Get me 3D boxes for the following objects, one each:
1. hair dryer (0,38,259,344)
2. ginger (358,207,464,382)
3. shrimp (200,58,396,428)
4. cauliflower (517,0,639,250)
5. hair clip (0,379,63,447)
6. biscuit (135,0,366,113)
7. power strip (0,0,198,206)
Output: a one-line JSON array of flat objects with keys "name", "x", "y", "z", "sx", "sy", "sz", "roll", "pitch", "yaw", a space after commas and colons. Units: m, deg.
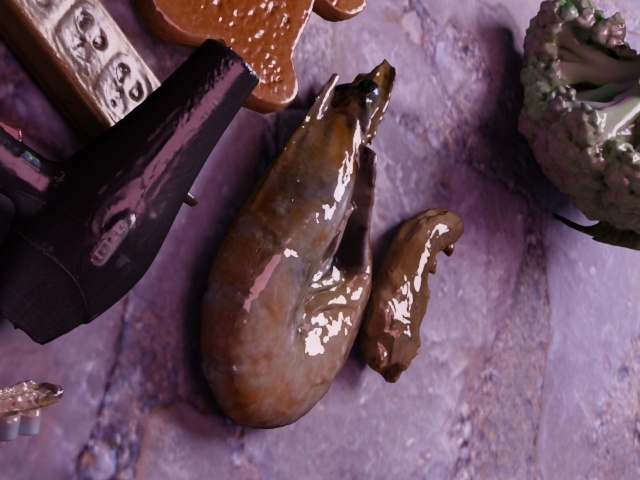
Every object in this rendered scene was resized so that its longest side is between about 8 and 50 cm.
[{"name": "hair dryer", "x": -0.185, "y": -0.090, "z": 1.077, "sx": 0.271, "sy": 0.091, "sz": 0.235, "roll": 43, "pitch": 81, "yaw": -27}, {"name": "ginger", "x": 0.074, "y": 0.033, "z": 1.399, "sx": 0.173, "sy": 0.051, "sz": 0.069, "roll": -60, "pitch": 135, "yaw": -28}, {"name": "shrimp", "x": 0.000, "y": 0.000, "z": 1.311, "sx": 0.317, "sy": 0.077, "sz": 0.168, "roll": -62, "pitch": 140, "yaw": -23}, {"name": "cauliflower", "x": 0.314, "y": -0.126, "z": 1.515, "sx": 0.315, "sy": 0.239, "sz": 0.256, "roll": -47, "pitch": 138, "yaw": 16}, {"name": "hair clip", "x": -0.247, "y": 0.115, "z": 1.037, "sx": 0.214, "sy": 0.062, "sz": 0.056, "roll": 5, "pitch": 96, "yaw": -46}, {"name": "biscuit", "x": -0.037, "y": -0.216, "z": 1.293, "sx": 0.165, "sy": 0.036, "sz": 0.250, "roll": 42, "pitch": 57, "yaw": -24}, {"name": "power strip", "x": -0.164, "y": -0.128, "z": 1.149, "sx": 0.305, "sy": 0.044, "sz": 0.064, "roll": 55, "pitch": 51, "yaw": -31}]
